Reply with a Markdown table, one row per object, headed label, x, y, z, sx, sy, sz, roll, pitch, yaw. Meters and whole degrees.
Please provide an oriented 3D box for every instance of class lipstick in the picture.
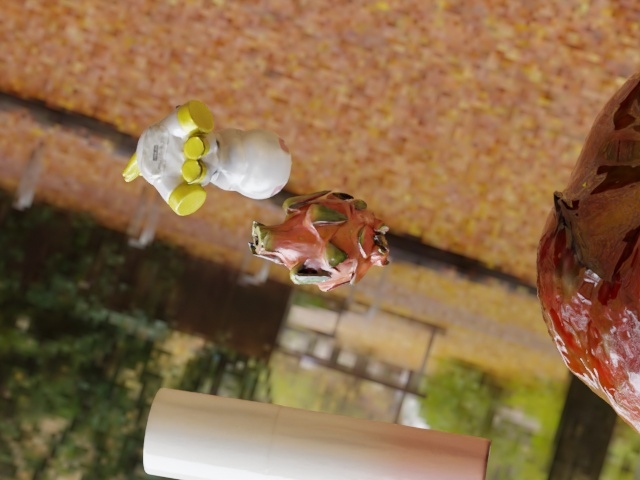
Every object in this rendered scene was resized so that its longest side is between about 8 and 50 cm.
| label | x | y | z | sx | sy | sz | roll | pitch | yaw |
| --- | --- | --- | --- | --- | --- | --- | --- | --- | --- |
| lipstick | -0.003 | 0.209 | 1.568 | 0.327 | 0.087 | 0.087 | 8 | 174 | 8 |

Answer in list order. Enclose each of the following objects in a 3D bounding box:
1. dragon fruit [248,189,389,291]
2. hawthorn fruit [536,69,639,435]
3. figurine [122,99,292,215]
| label | x | y | z | sx | sy | sz | roll | pitch | yaw |
| --- | --- | --- | --- | --- | --- | --- | --- | --- | --- |
| dragon fruit | -0.001 | 0.002 | 1.398 | 0.116 | 0.086 | 0.081 | -12 | 180 | -17 |
| hawthorn fruit | 0.391 | 0.043 | 1.371 | 0.403 | 0.402 | 0.403 | 17 | 175 | 2 |
| figurine | -0.096 | -0.082 | 1.582 | 0.178 | 0.109 | 0.130 | -4 | -176 | -34 |
